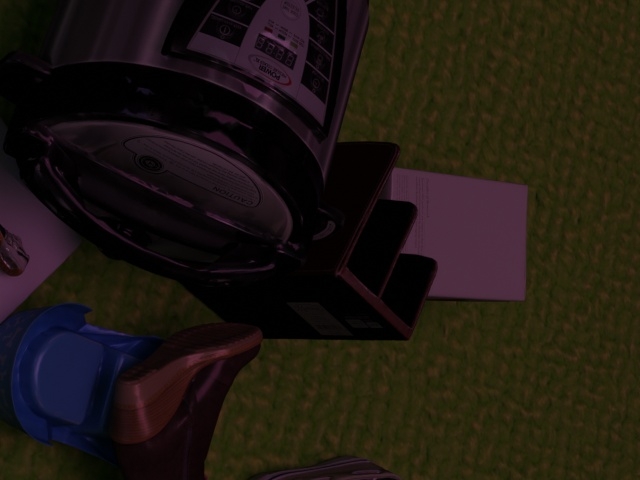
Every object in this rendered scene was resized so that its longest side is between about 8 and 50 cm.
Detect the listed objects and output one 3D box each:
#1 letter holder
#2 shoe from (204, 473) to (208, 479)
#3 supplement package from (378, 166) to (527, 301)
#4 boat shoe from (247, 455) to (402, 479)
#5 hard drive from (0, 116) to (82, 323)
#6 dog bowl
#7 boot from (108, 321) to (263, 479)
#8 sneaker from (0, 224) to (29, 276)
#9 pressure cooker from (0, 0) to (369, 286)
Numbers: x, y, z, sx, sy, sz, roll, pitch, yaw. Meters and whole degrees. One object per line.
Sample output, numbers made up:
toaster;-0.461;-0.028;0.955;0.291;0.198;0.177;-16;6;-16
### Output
letter holder;0.000;0.000;2.064;0.152;0.302;0.214;43;60;-34
shoe;-0.196;0.367;2.013;0.063;0.081;0.178;31;67;-39
supplement package;0.137;-0.003;2.282;0.293;0.177;0.175;4;86;-43
boat shoe;-0.012;0.356;2.181;0.302;0.094;0.109;-17;100;-43
hard drive;-0.443;-0.066;1.819;0.233;0.047;0.353;-49;119;-34
dog bowl;-0.281;0.173;1.915;0.297;0.074;0.166;29;71;-50
boot;-0.159;0.224;1.963;0.248;0.090;0.207;-25;120;-45
sneaker;-0.364;0.001;1.843;0.083;0.032;0.037;62;31;-22
pressure cooker;-0.149;-0.156;1.861;0.375;0.369;0.420;66;35;-58
